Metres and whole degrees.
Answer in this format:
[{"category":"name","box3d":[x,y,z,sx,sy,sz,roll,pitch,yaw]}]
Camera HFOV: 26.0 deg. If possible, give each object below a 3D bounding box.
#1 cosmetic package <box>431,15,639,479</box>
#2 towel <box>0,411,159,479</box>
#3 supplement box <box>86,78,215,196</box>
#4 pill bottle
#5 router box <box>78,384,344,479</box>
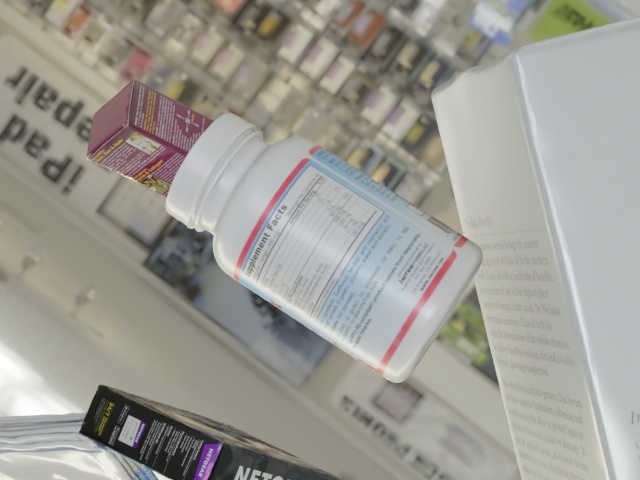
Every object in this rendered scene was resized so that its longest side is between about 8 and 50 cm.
[{"category":"cosmetic package","box3d":[0.228,0.080,1.004,0.230,0.161,0.453,176,80,-81]},{"category":"towel","box3d":[-0.227,0.262,1.321,0.209,0.034,0.285,-5,133,25]},{"category":"supplement box","box3d":[-0.115,-0.069,0.983,0.083,0.055,0.043,27,-130,-32]},{"category":"pill bottle","box3d":[0.000,0.000,0.750,0.160,0.087,0.087,33,-177,8]},{"category":"router box","box3d":[-0.082,0.170,1.093,0.133,0.046,0.179,18,174,36]}]
